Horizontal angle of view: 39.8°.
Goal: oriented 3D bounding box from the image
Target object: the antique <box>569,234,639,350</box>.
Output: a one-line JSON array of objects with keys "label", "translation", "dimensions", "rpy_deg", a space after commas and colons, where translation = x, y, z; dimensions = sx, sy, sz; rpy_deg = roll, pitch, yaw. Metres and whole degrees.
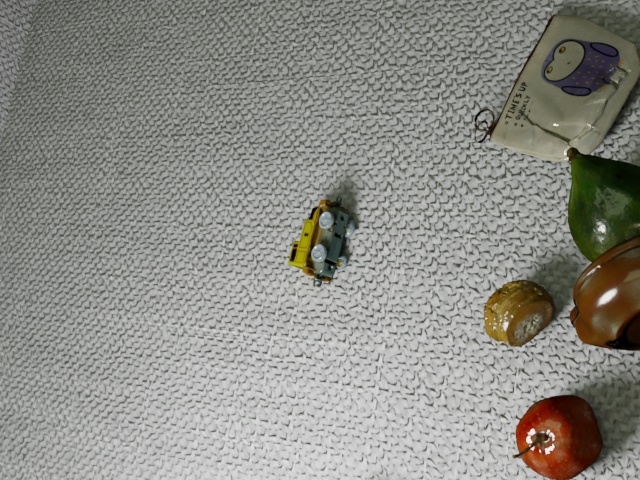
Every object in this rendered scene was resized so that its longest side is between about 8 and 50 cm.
[{"label": "antique", "translation": [0.564, 0.099, 1.557], "dimensions": [0.278, 0.223, 0.129], "rpy_deg": [-54, 35, 41]}]

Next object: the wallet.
[{"label": "wallet", "translation": [0.500, -0.309, 1.832], "dimensions": [0.275, 0.068, 0.335], "rpy_deg": [30, 90, 38]}]

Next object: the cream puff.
[{"label": "cream puff", "translation": [0.381, 0.138, 1.732], "dimensions": [0.144, 0.126, 0.103], "rpy_deg": [-46, 40, 2]}]

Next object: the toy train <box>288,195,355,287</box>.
[{"label": "toy train", "translation": [0.000, 0.000, 2.042], "dimensions": [0.127, 0.089, 0.219], "rpy_deg": [6, 79, 44]}]

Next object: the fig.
[{"label": "fig", "translation": [0.533, -0.065, 1.637], "dimensions": [0.195, 0.195, 0.245], "rpy_deg": [-43, 100, 14]}]

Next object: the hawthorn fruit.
[{"label": "hawthorn fruit", "translation": [0.417, 0.350, 1.589], "dimensions": [0.163, 0.203, 0.162], "rpy_deg": [-8, 73, 27]}]
